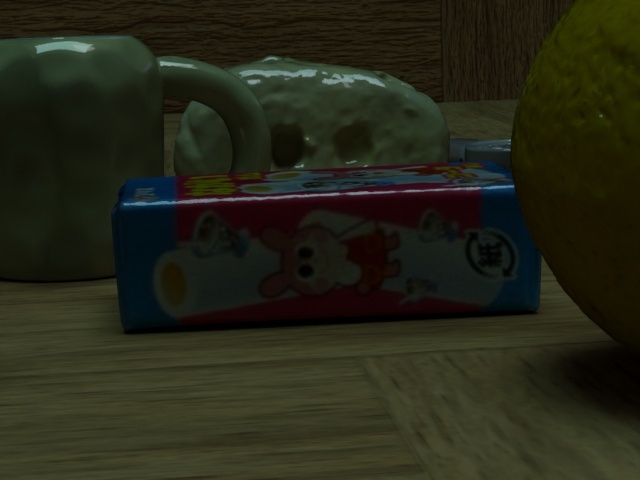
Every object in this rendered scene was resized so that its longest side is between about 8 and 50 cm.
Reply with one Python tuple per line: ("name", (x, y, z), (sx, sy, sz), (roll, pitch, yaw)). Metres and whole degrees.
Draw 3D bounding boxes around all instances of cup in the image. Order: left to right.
("cup", (-0.182, -0.077, 1.367), (0.255, 0.202, 0.173), (0, 9, 12))

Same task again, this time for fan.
("fan", (0.201, -0.090, 1.785), (0.130, 0.074, 0.244), (-7, 9, -25))

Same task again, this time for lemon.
("lemon", (0.247, -0.051, 0.910), (0.293, 0.293, 0.293), (-2, 9, 0))

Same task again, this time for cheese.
("cheese", (-0.016, -0.094, 1.571), (0.248, 0.174, 0.251), (-8, 16, -40))

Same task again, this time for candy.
("candy", (0.000, 0.001, 1.177), (0.306, 0.100, 0.157), (-2, 10, -6))
